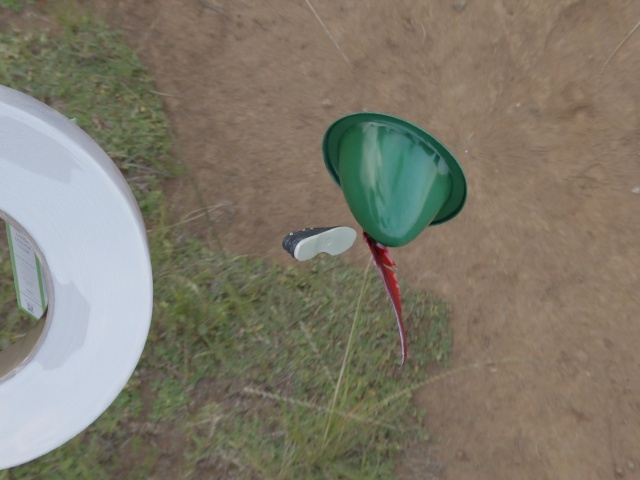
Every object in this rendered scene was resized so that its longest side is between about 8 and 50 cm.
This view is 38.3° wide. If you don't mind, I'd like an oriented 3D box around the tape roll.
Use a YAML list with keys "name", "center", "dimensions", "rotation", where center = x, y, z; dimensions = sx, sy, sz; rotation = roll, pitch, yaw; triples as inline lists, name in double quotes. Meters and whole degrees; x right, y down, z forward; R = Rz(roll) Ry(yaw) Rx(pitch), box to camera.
- name: "tape roll"
  center: [-0.352, 0.039, 0.855]
  dimensions: [0.392, 0.072, 0.392]
  rotation: [-4, 112, -11]

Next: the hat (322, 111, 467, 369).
- name: "hat"
  center: [0.060, -0.012, 1.022]
  dimensions: [0.208, 0.173, 0.183]
  rotation: [29, 56, 1]

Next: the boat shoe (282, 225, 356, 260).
- name: "boat shoe"
  center: [0.000, -0.002, 1.401]
  dimensions: [0.042, 0.133, 0.049]
  rotation: [32, 122, 39]

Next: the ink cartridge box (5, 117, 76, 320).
- name: "ink cartridge box"
  center: [-0.282, -0.016, 1.011]
  dimensions: [0.062, 0.109, 0.209]
  rotation: [28, 132, 29]
